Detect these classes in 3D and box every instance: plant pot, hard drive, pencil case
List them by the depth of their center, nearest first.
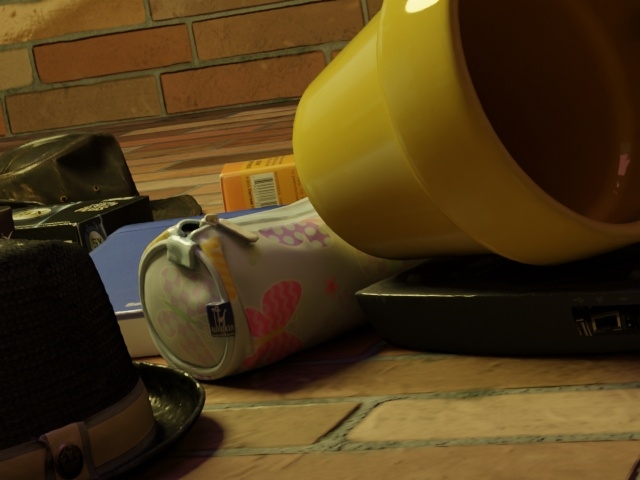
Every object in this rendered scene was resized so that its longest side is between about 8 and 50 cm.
[{"bbox_3d":[0.111,-0.091,1.207,0.254,0.254,0.239,-18,-3,-41],"label":"plant pot"},{"bbox_3d":[0.172,0.038,1.216,0.255,0.054,0.172,-2,12,40],"label":"hard drive"},{"bbox_3d":[-0.012,0.018,1.305,0.273,0.124,0.113,-17,11,-41],"label":"pencil case"},{"bbox_3d":[-0.137,0.035,1.501,0.210,0.040,0.318,-7,14,14],"label":"hard drive"}]

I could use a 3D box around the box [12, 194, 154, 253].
[{"bbox_3d":[-0.284,0.010,1.745,0.180,0.077,0.147,-5,10,26],"label":"box"}]

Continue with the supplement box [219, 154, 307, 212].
[{"bbox_3d":[0.007,-0.063,1.886,0.233,0.080,0.078,-7,12,3],"label":"supplement box"}]

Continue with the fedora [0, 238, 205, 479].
[{"bbox_3d":[-0.246,0.083,1.074,0.334,0.152,0.334,-9,9,2],"label":"fedora"}]

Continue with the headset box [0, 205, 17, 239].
[{"bbox_3d":[-0.454,0.056,1.549,0.218,0.110,0.293,-4,12,33],"label":"headset box"}]

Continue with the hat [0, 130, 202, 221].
[{"bbox_3d":[-0.318,-0.061,2.029,0.331,0.134,0.331,-10,9,2],"label":"hat"}]
